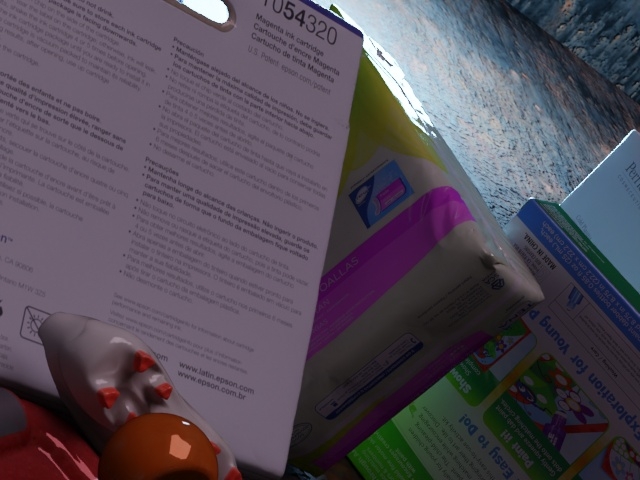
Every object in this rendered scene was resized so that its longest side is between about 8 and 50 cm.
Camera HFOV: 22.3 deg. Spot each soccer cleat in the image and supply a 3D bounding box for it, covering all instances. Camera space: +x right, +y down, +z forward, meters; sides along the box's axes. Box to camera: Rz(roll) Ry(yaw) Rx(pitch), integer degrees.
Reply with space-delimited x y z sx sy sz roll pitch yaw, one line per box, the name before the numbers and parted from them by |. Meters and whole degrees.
soccer cleat | -0.101 0.113 0.944 0.076 0.068 0.196 29 -28 43

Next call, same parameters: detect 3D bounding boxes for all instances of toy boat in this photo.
toy boat | -0.107 0.149 0.817 0.231 0.151 0.151 46 21 13

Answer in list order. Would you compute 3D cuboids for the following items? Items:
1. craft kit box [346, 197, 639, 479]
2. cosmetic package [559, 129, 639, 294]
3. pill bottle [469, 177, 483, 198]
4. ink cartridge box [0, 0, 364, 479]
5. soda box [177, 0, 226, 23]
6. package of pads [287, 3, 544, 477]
craft kit box | 0.159 0.142 1.174 0.250 0.246 0.061 51 19 23
cosmetic package | 0.255 0.126 1.325 0.097 0.284 0.377 28 25 -33
pill bottle | 0.107 -0.012 1.588 0.112 0.112 0.186 37 20 -11
ink cartridge box | -0.130 -0.045 1.028 0.324 0.071 0.330 26 65 -36
soda box | -0.151 -0.205 1.537 0.091 0.098 0.286 33 22 -19
package of pads | 0.000 0.000 1.206 0.101 0.229 0.296 35 21 -45
